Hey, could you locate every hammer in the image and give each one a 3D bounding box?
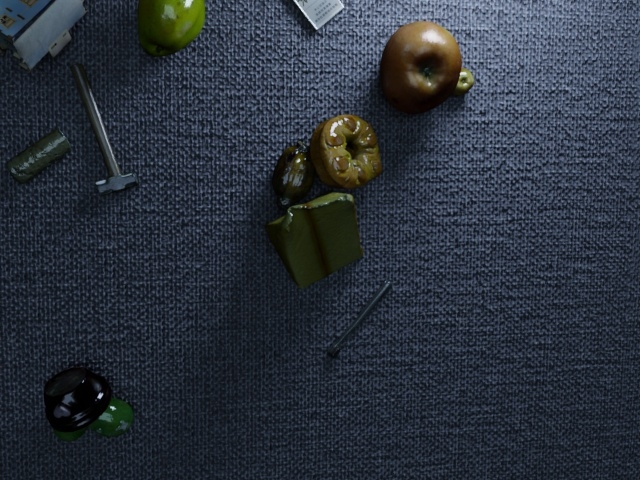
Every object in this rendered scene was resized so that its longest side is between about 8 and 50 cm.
[{"bbox_3d":[-0.619,-0.310,1.706,0.111,0.043,0.366,-19,95,-5],"label":"hammer"}]

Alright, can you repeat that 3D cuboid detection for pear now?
[{"bbox_3d":[-0.405,-0.596,1.634,0.187,0.187,0.220,29,84,-10],"label":"pear"}]

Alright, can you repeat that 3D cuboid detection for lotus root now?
[{"bbox_3d":[-0.078,-0.182,1.758,0.120,0.120,0.210,19,88,-10],"label":"lotus root"}]

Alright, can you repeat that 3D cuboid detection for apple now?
[{"bbox_3d":[0.414,-0.473,1.824,0.084,0.071,0.084,-1,95,-8],"label":"apple"},{"bbox_3d":[0.280,-0.484,1.723,0.253,0.253,0.254,-1,95,-8],"label":"apple"}]

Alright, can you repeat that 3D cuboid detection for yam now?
[{"bbox_3d":[-0.765,-0.231,1.669,0.179,0.078,0.078,-38,99,-5],"label":"yam"}]

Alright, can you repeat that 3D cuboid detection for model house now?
[{"bbox_3d":[-0.771,-0.598,1.587,0.206,0.178,0.271,32,74,5],"label":"model house"}]

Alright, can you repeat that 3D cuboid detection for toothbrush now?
[{"bbox_3d":[0.122,0.239,1.868,0.297,0.030,0.030,-51,126,-3],"label":"toothbrush"}]

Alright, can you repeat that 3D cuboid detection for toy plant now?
[{"bbox_3d":[-0.656,0.469,1.713,0.218,0.175,0.235,-14,125,0],"label":"toy plant"}]

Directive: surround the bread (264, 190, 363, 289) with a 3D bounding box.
[{"bbox_3d":[0.000,0.000,1.661,0.233,0.361,0.245,-28,96,-6],"label":"bread"}]

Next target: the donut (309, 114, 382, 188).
[{"bbox_3d":[0.072,-0.249,1.739,0.226,0.113,0.227,5,82,-39],"label":"donut"}]

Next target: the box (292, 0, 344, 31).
[{"bbox_3d":[-0.034,-0.713,1.758,0.109,0.029,0.198,-40,100,-3],"label":"box"}]
